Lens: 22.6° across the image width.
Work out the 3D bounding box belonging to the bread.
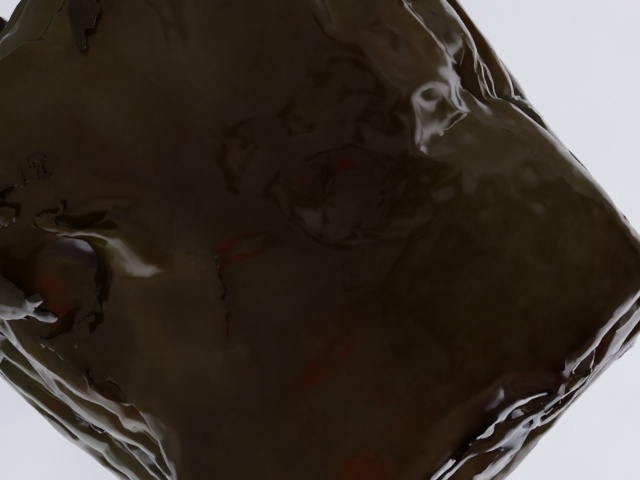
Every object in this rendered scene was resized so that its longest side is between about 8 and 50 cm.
[{"bbox_3d":[0.000,0.000,0.697,0.277,0.324,0.167,-45,-164,-15],"label":"bread"}]
